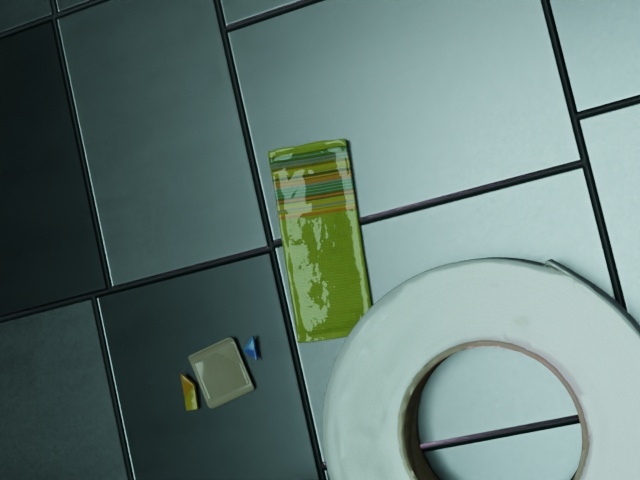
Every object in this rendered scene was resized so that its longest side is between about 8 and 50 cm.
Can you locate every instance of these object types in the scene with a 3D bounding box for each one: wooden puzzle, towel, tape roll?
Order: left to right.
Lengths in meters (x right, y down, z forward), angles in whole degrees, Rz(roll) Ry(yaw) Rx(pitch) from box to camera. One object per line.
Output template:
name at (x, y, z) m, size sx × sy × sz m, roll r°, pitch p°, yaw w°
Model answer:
wooden puzzle at (-0.123, 0.164, 1.364) m, size 0.116 × 0.014 × 0.079 m, roll -19°, pitch 87°, yaw 19°
towel at (0.000, 0.000, 1.318) m, size 0.102 × 0.021 × 0.237 m, roll -10°, pitch 86°, yaw 20°
tape roll at (0.194, 0.208, 1.214) m, size 0.392 × 0.072 × 0.392 m, roll 0°, pitch 90°, yaw 18°
